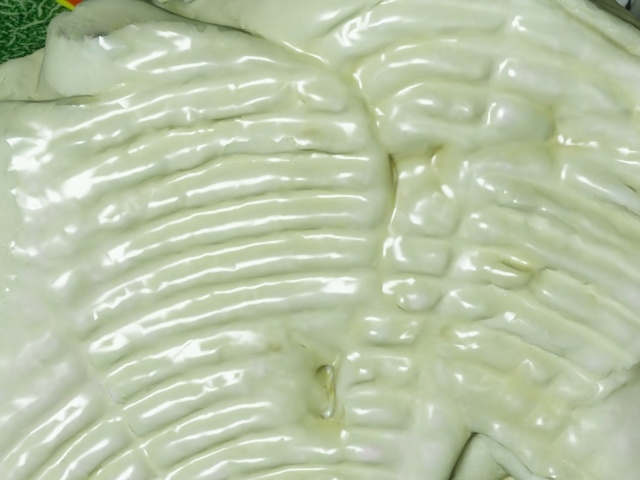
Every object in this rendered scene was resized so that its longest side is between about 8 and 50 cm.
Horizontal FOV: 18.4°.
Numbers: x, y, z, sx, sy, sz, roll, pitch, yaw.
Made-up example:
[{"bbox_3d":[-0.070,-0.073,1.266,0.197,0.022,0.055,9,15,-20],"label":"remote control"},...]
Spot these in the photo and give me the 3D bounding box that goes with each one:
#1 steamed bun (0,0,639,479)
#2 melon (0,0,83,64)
[{"bbox_3d":[0.000,0.000,0.736,0.320,0.206,0.275,-3,106,-2],"label":"steamed bun"},{"bbox_3d":[-0.113,-0.163,0.791,0.287,0.182,0.182,-36,77,29],"label":"melon"}]
